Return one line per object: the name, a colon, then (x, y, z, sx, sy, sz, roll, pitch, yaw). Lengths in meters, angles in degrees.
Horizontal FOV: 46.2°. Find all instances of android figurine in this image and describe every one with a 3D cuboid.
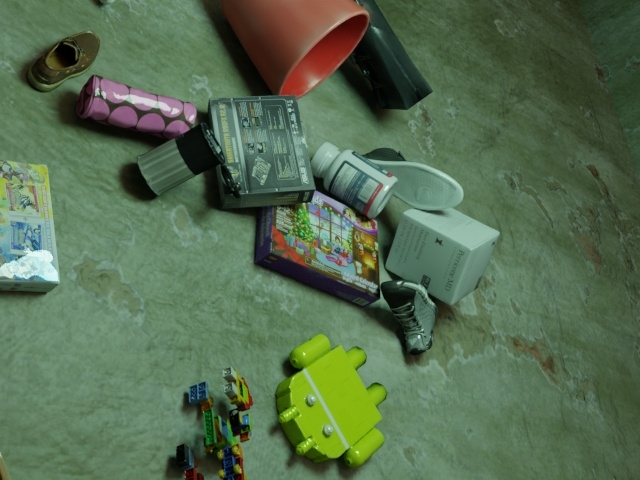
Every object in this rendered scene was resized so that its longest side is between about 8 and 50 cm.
android figurine: (0.021, 0.303, 1.404, 0.273, 0.056, 0.248, -23, 83, -51)

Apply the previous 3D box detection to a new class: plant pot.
plant pot: (-0.069, -0.488, 1.670, 0.243, 0.275, 0.275, 49, 40, 7)

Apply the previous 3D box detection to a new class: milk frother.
milk frother: (-0.231, -0.119, 1.358, 0.143, 0.135, 0.129, 64, 7, 3)

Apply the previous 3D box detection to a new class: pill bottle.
pill bottle: (0.069, -0.138, 1.656, 0.180, 0.108, 0.108, 34, 40, 11)

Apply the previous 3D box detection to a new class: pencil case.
pencil case: (-0.336, -0.235, 1.361, 0.209, 0.098, 0.095, 14, 101, -40)

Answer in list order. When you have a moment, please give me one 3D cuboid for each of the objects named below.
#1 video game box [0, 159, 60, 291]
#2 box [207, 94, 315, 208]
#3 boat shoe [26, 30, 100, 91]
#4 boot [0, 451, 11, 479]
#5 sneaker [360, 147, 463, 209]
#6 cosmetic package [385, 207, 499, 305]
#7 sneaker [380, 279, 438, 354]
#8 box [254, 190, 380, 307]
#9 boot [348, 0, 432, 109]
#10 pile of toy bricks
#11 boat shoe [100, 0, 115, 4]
video game box: (-0.490, -0.027, 1.106, 0.187, 0.048, 0.205, 5, 63, -40)
box: (-0.121, -0.180, 1.499, 0.183, 0.056, 0.231, -6, 65, -14)
boat shoe: (-0.443, -0.327, 1.331, 0.064, 0.060, 0.178, 46, 42, -14)
boot: (-0.510, 0.260, 0.855, 0.283, 0.109, 0.220, 53, 39, -3)
sneaker: (0.202, -0.153, 1.734, 0.147, 0.296, 0.104, -38, 137, -55)
cosmetic package: (0.276, 0.023, 1.702, 0.184, 0.151, 0.151, 30, 31, 28)
sneaker: (0.198, 0.174, 1.608, 0.229, 0.086, 0.132, 37, 50, -51)
box: (0.000, 0.000, 1.569, 0.293, 0.057, 0.200, 24, 50, -33)
boot: (0.082, -0.551, 1.906, 0.445, 0.146, 0.367, 49, 6, -26)
pile of toy bricks: (-0.154, 0.322, 1.199, 0.212, 0.118, 0.105, -102, 167, -45)
boat shoe: (-0.417, -0.541, 1.498, 0.063, 0.066, 0.184, 8, 51, -41)
